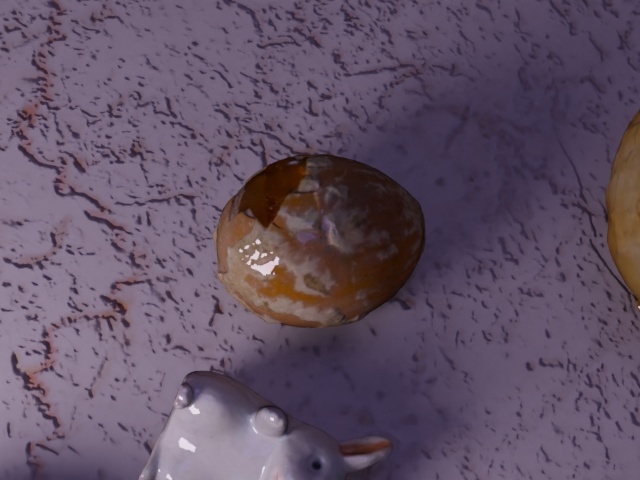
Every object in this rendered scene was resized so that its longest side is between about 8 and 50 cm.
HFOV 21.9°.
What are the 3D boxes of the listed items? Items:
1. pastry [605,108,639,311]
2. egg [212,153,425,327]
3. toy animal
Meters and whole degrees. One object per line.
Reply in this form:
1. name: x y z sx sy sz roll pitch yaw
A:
1. pastry: 0.503 -0.024 1.775 0.410 0.245 0.409 0 70 -1
2. egg: 0.000 0.000 1.784 0.233 0.195 0.195 -11 68 -3
3. toy animal: -0.044 0.233 1.708 0.282 0.138 0.140 26 104 13
